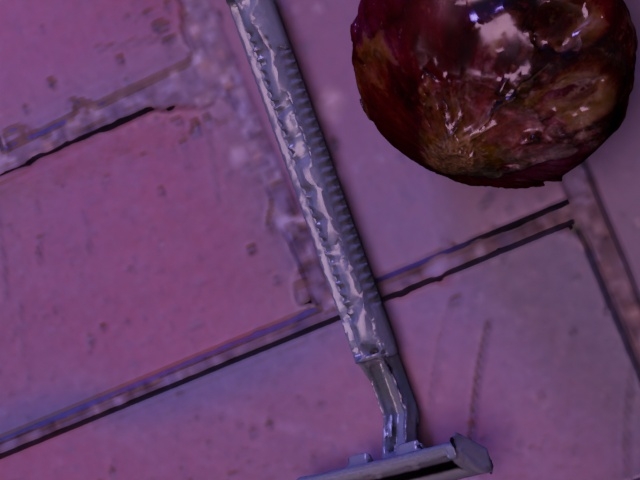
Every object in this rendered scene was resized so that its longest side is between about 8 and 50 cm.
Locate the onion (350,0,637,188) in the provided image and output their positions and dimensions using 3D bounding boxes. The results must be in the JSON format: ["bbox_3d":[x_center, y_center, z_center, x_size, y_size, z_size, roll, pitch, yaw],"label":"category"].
[{"bbox_3d":[0.065,-0.069,0.679,0.107,0.097,0.107,12,129,15],"label":"onion"}]

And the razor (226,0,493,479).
[{"bbox_3d":[0.004,-0.002,0.735,0.084,0.036,0.211,-18,86,37],"label":"razor"}]
